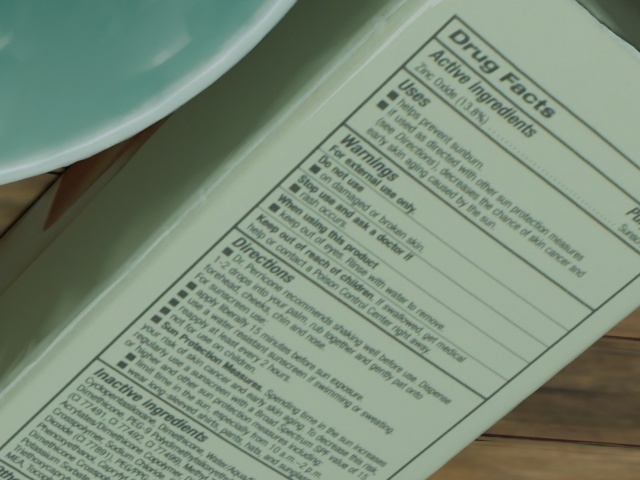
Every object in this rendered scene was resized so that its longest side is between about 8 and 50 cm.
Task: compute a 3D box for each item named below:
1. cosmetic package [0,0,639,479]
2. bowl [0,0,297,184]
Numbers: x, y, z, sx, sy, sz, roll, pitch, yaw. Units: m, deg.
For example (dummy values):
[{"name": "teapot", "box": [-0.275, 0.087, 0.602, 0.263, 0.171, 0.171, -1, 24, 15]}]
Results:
[{"name": "cosmetic package", "box": [0.000, 0.000, 0.637, 0.153, 0.129, 0.296, 37, 116, -25]}, {"name": "bowl", "box": [-0.131, -0.182, 0.465, 0.312, 0.163, 0.311, -1, 122, -2]}]
